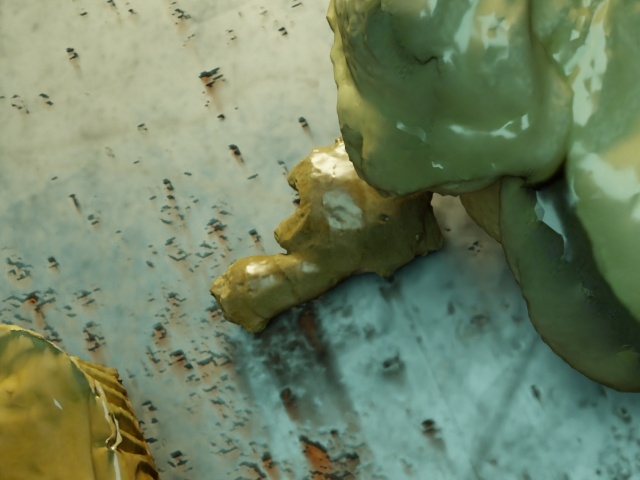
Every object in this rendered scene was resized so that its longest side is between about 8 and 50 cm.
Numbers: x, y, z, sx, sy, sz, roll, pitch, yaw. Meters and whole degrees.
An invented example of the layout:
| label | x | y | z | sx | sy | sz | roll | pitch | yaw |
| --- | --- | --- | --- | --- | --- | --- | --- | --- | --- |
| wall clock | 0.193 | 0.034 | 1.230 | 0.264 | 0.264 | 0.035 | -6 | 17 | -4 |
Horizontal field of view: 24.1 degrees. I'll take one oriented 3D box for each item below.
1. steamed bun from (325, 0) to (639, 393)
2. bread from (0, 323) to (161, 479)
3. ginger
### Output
| label | x | y | z | sx | sy | sz | roll | pitch | yaw |
| --- | --- | --- | --- | --- | --- | --- | --- | --- | --- |
| steamed bun | 0.148 | -0.109 | 0.887 | 0.372 | 0.230 | 0.325 | 47 | 63 | -13 |
| bread | -0.170 | 0.197 | 0.923 | 0.204 | 0.156 | 0.288 | -22 | 76 | 13 |
| ginger | -0.003 | -0.008 | 0.982 | 0.165 | 0.067 | 0.096 | -26 | 95 | 3 |
